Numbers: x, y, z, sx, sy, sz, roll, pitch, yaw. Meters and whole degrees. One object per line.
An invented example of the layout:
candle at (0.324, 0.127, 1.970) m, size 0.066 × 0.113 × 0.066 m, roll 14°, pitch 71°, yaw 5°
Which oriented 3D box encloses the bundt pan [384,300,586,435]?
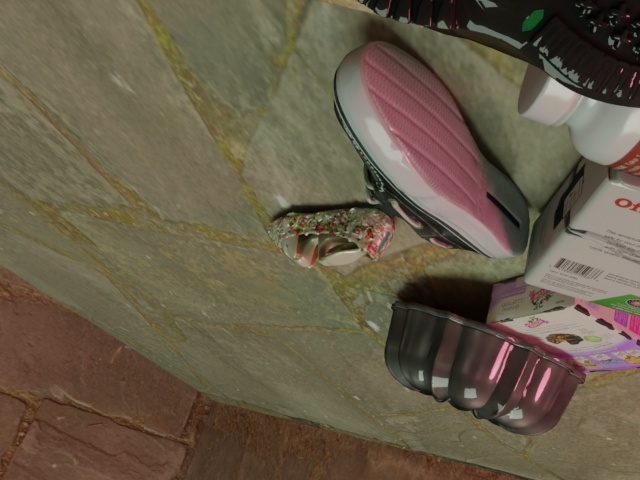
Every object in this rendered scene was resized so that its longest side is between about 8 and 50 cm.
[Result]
bundt pan at (0.248, 0.219, 1.032) m, size 0.330 × 0.124 × 0.331 m, roll 23°, pitch 169°, yaw 5°

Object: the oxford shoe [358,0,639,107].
oxford shoe at (0.133, -0.146, 0.382) m, size 0.227 × 0.096 × 0.083 m, roll 23°, pitch 112°, yaw 4°

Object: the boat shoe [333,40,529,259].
boat shoe at (0.100, -0.062, 0.651) m, size 0.119 × 0.121 × 0.335 m, roll -9°, pitch 146°, yaw 38°

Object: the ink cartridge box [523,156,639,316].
ink cartridge box at (0.314, -0.015, 0.626) m, size 0.153 × 0.087 × 0.208 m, roll 17°, pitch 152°, yaw 4°

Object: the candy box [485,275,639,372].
candy box at (0.364, 0.115, 0.889) m, size 0.196 × 0.070 × 0.165 m, roll 28°, pitch 154°, yaw -19°

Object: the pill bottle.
pill bottle at (0.264, -0.100, 0.457) m, size 0.216 × 0.121 × 0.121 m, roll 19°, pitch 155°, yaw 1°

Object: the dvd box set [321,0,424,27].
dvd box set at (-0.105, -0.303, 0.376) m, size 0.420 × 0.062 × 0.308 m, roll 16°, pitch 155°, yaw 7°

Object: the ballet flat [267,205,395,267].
ballet flat at (0.000, 0.000, 0.907) m, size 0.240 × 0.077 × 0.091 m, roll -8°, pitch 145°, yaw 46°
